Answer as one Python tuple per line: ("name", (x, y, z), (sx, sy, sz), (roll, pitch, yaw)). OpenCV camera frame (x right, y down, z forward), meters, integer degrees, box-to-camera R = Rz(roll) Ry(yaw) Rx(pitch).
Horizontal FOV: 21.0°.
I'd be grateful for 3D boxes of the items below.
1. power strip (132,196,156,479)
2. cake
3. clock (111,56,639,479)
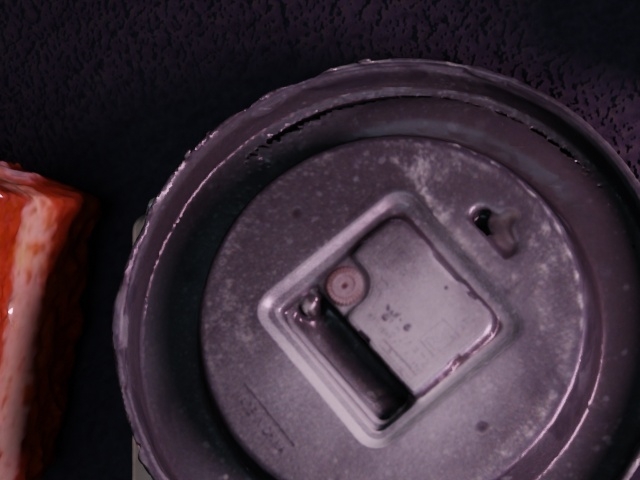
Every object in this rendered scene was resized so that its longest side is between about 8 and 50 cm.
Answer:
("power strip", (-0.093, 0.111, 1.320), (0.098, 0.058, 0.338), (3, 96, 18))
("cake", (-0.353, 0.057, 1.262), (0.269, 0.319, 0.270), (15, 100, 18))
("clock", (0.052, 0.062, 1.188), (0.386, 0.076, 0.386), (-3, 73, 9))
